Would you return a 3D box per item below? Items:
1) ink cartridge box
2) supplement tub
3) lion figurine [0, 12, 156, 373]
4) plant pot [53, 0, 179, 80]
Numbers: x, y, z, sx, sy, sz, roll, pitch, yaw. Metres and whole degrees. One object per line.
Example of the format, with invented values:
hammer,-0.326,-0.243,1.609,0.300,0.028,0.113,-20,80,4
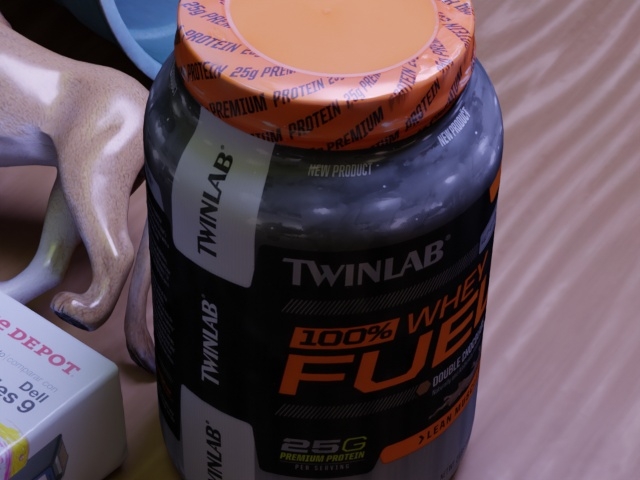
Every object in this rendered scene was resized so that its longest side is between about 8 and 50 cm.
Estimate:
ink cartridge box,-0.246,0.129,1.175,0.154,0.093,0.212,30,48,29
supplement tub,0.000,0.000,1.140,0.207,0.338,0.207,0,43,0
lion figurine,-0.224,-0.098,1.313,0.392,0.142,0.240,32,71,-3
plant pot,-0.174,-0.329,1.530,0.334,0.341,0.341,25,47,34
